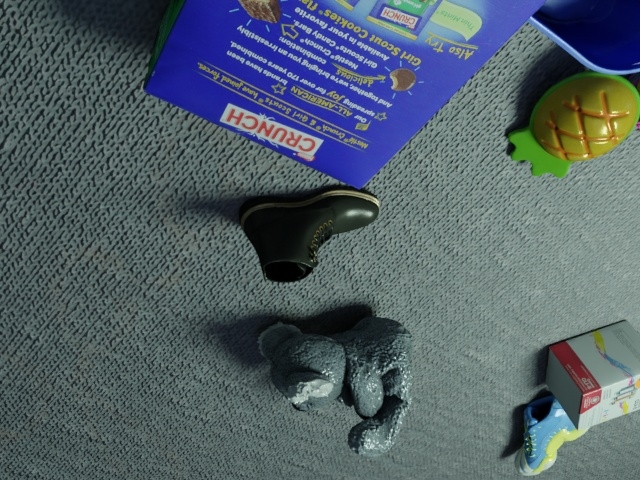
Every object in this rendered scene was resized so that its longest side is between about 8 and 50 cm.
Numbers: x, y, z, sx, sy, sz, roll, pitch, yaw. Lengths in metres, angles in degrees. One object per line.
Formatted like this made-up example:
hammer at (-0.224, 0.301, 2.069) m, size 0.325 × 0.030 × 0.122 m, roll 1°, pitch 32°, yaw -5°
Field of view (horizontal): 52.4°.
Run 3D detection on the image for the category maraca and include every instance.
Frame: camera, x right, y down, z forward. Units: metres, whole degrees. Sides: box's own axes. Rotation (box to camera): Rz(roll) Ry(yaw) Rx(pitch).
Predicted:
maraca at (0.344, -0.155, 0.890) m, size 0.127 × 0.099 × 0.185 m, roll 36°, pitch 135°, yaw -10°

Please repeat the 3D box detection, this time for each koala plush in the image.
koala plush at (0.017, 0.203, 1.020) m, size 0.221 × 0.196 × 0.203 m, roll 14°, pitch 110°, yaw -27°

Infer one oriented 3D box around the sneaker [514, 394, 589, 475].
sneaker at (0.471, 0.412, 1.413) m, size 0.126 × 0.091 × 0.240 m, roll 25°, pitch 118°, yaw -13°

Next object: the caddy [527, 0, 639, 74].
caddy at (0.309, -0.326, 0.684) m, size 0.341 × 0.179 × 0.241 m, roll 20°, pitch 120°, yaw -31°

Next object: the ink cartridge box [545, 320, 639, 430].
ink cartridge box at (0.556, 0.264, 1.278) m, size 0.176 × 0.127 × 0.128 m, roll -18°, pitch 131°, yaw -5°

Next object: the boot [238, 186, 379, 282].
boot at (0.000, 0.000, 0.870) m, size 0.197 × 0.137 × 0.077 m, roll -10°, pitch 130°, yaw -12°

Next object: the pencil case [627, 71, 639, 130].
pencil case at (0.526, -0.167, 0.939) m, size 0.236 × 0.104 × 0.104 m, roll 20°, pitch 119°, yaw -30°

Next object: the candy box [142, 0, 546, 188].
candy box at (0.012, -0.222, 0.617) m, size 0.268 × 0.122 × 0.317 m, roll 22°, pitch 139°, yaw -22°
